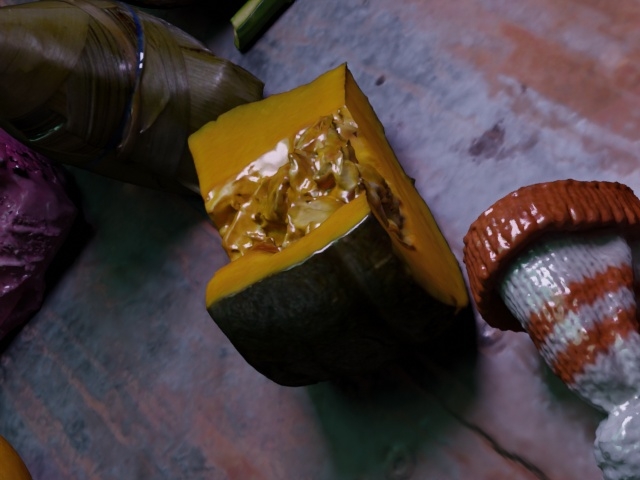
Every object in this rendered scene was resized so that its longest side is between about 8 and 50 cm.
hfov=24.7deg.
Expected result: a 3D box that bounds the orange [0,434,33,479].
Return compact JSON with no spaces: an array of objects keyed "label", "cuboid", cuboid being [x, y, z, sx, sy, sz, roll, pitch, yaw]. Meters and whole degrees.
[{"label":"orange","cuboid":[-0.272,0.196,0.999,0.159,0.136,0.159,-22,50,29]}]

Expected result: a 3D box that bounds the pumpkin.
[{"label":"pumpkin","cuboid":[0.002,-0.001,0.883,0.131,0.126,0.248,-34,28,16]}]

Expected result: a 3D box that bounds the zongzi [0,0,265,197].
[{"label":"zongzi","cuboid":[-0.215,-0.133,1.042,0.260,0.289,0.123,27,98,48]}]

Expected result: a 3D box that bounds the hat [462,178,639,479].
[{"label":"hat","cuboid":[0.144,0.053,0.732,0.093,0.112,0.162,-61,43,40]}]

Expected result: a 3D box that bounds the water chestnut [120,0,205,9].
[{"label":"water chestnut","cuboid":[-0.135,-0.294,1.115,0.223,0.224,0.238,-66,9,-11]}]

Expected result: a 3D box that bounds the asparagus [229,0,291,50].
[{"label":"asparagus","cuboid":[-0.032,-0.188,1.101,0.108,0.021,0.025,-45,41,13]}]

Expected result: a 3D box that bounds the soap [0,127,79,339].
[{"label":"soap","cuboid":[-0.355,0.035,1.131,0.325,0.220,0.127,-52,32,6]}]
